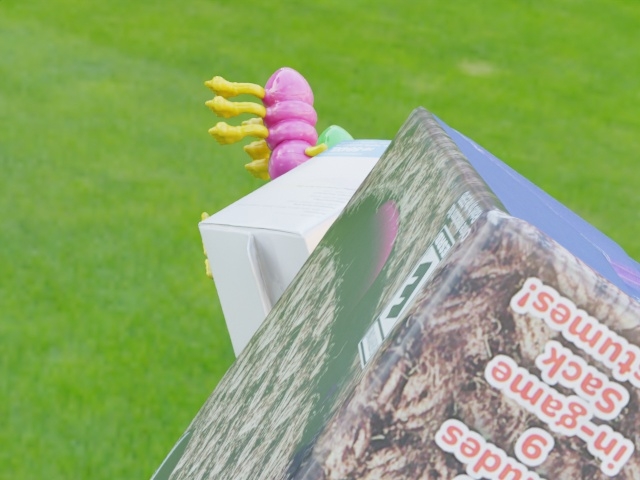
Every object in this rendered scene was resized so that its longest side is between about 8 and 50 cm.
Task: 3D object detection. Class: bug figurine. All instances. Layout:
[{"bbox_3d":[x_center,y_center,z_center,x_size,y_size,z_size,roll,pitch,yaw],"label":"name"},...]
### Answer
[{"bbox_3d":[0.000,0.000,1.096,0.072,0.216,0.279,-15,-21,15],"label":"bug figurine"}]

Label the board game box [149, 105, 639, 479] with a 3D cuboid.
[{"bbox_3d":[0.009,0.127,0.475,0.141,0.291,0.232,35,7,-7],"label":"board game box"}]

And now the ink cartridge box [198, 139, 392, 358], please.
[{"bbox_3d":[0.007,0.011,0.914,0.090,0.092,0.143,6,28,46],"label":"ink cartridge box"}]
